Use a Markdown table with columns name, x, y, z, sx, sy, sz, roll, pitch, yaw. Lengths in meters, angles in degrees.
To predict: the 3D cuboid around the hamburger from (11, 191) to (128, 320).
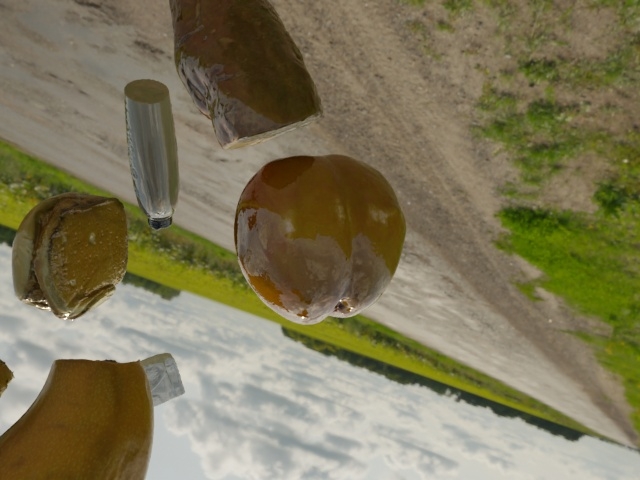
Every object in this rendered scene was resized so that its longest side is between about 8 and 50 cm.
| name | x | y | z | sx | sy | sz | roll | pitch | yaw |
| --- | --- | --- | --- | --- | --- | --- | --- | --- | --- |
| hamburger | -0.598 | 0.027 | 1.473 | 0.174 | 0.285 | 0.304 | 10 | -167 | 9 |

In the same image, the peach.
| name | x | y | z | sx | sy | sz | roll | pitch | yaw |
| --- | --- | --- | --- | --- | --- | --- | --- | --- | --- |
| peach | 0.000 | 0.000 | 0.485 | 0.138 | 0.138 | 0.138 | 19 | 171 | 3 |

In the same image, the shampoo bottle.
| name | x | y | z | sx | sy | sz | roll | pitch | yaw |
| --- | --- | --- | --- | --- | --- | --- | --- | --- | --- |
| shampoo bottle | -0.270 | -0.126 | 0.985 | 0.078 | 0.257 | 0.127 | -9 | -137 | -21 |

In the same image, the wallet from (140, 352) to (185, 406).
| name | x | y | z | sx | sy | sz | roll | pitch | yaw |
| --- | --- | --- | --- | --- | --- | --- | --- | --- | --- |
| wallet | -0.373 | 0.302 | 1.225 | 0.032 | 0.182 | 0.124 | 47 | 152 | 52 |

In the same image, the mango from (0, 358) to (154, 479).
| name | x | y | z | sx | sy | sz | roll | pitch | yaw |
| --- | --- | --- | --- | --- | --- | --- | --- | --- | --- |
| mango | -0.298 | 0.285 | 0.648 | 0.187 | 0.359 | 0.144 | 37 | 161 | 0 |

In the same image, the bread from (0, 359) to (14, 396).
| name | x | y | z | sx | sy | sz | roll | pitch | yaw |
| --- | --- | --- | --- | --- | --- | --- | --- | --- | --- |
| bread | -0.627 | 0.279 | 0.959 | 0.160 | 0.260 | 0.147 | 43 | -162 | -30 |

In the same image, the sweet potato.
| name | x | y | z | sx | sy | sz | roll | pitch | yaw |
| --- | --- | --- | --- | --- | --- | --- | --- | --- | --- |
| sweet potato | -0.077 | -0.164 | 0.499 | 0.097 | 0.097 | 0.252 | 35 | -157 | -58 |
